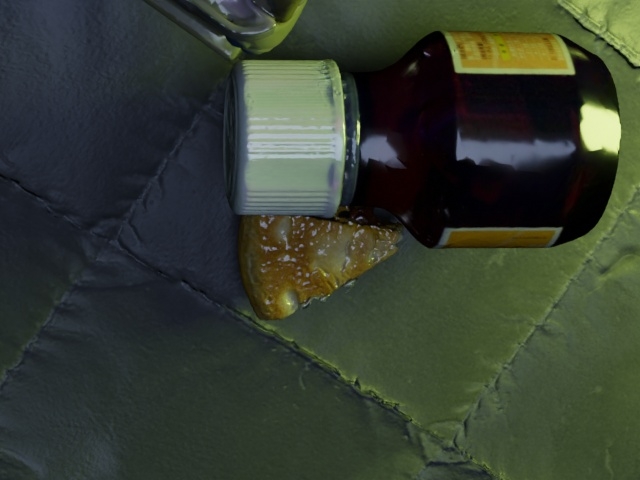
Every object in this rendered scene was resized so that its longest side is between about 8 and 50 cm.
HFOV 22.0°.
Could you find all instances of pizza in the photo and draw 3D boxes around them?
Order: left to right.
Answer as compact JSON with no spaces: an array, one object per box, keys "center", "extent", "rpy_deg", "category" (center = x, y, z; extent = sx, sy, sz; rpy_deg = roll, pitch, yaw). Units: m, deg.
[{"center":[0.000,0.001,1.872],"extent":[0.194,0.069,0.154],"rpy_deg":[-11,112,-14],"category":"pizza"}]

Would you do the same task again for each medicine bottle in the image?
[{"center":[0.096,-0.114,1.754],"extent":[0.395,0.242,0.242],"rpy_deg":[4,109,-12],"category":"medicine bottle"}]

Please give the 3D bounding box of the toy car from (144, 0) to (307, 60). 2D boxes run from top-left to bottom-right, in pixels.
[{"center":[-0.055,-0.368,1.666],"extent":[0.242,0.226,0.336],"rpy_deg":[35,84,-2],"category":"toy car"}]
